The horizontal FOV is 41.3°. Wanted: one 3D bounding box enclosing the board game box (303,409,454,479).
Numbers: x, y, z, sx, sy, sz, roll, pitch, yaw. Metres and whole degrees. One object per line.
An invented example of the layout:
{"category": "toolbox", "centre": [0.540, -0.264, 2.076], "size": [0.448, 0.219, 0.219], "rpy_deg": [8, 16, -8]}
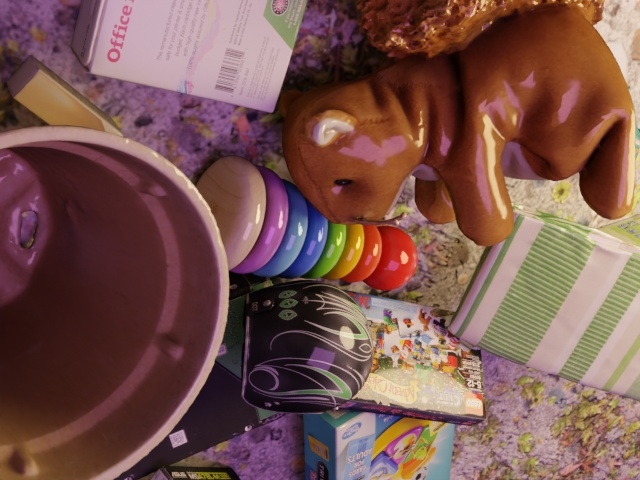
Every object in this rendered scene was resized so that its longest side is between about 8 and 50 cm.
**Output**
{"category": "board game box", "centre": [0.096, 0.344, 1.315], "size": [0.254, 0.079, 0.336], "rpy_deg": [-23, 127, -33]}

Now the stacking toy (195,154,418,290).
{"category": "stacking toy", "centre": [0.000, 0.000, 1.082], "size": [0.330, 0.141, 0.141], "rpy_deg": [15, 109, -37]}

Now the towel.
{"category": "towel", "centre": [0.365, 0.091, 1.167], "size": [0.325, 0.038, 0.247], "rpy_deg": [17, 123, -4]}

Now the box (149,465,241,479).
{"category": "box", "centre": [-0.220, 0.402, 1.202], "size": [0.190, 0.045, 0.184], "rpy_deg": [-50, 153, 6]}

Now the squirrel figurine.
{"category": "squirrel figurine", "centre": [0.134, -0.189, 0.976], "size": [0.371, 0.281, 0.396], "rpy_deg": [-7, 115, -7]}

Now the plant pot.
{"category": "plant pot", "centre": [-0.306, 0.031, 0.799], "size": [0.334, 0.305, 0.333], "rpy_deg": [-14, 114, -34]}

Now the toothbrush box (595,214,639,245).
{"category": "toothbrush box", "centre": [0.510, 0.068, 1.337], "size": [0.283, 0.206, 0.122], "rpy_deg": [-15, 122, -19]}

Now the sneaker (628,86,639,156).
{"category": "sneaker", "centre": [0.385, -0.192, 1.210], "size": [0.275, 0.107, 0.110], "rpy_deg": [42, 73, -42]}

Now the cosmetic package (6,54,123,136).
{"category": "cosmetic package", "centre": [-0.271, -0.139, 0.900], "size": [0.041, 0.060, 0.115], "rpy_deg": [-47, 126, 4]}

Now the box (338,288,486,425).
{"category": "box", "centre": [0.123, 0.168, 1.204], "size": [0.233, 0.159, 0.044], "rpy_deg": [12, 151, -23]}

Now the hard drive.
{"category": "hard drive", "centre": [-0.193, 0.182, 1.121], "size": [0.339, 0.064, 0.236], "rpy_deg": [-21, 125, -15]}

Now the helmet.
{"category": "helmet", "centre": [-0.014, 0.129, 1.036], "size": [0.162, 0.169, 0.169], "rpy_deg": [3, 117, -6]}

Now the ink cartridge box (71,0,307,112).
{"category": "ink cartridge box", "centre": [-0.137, -0.237, 0.895], "size": [0.212, 0.093, 0.154], "rpy_deg": [7, 112, -32]}
